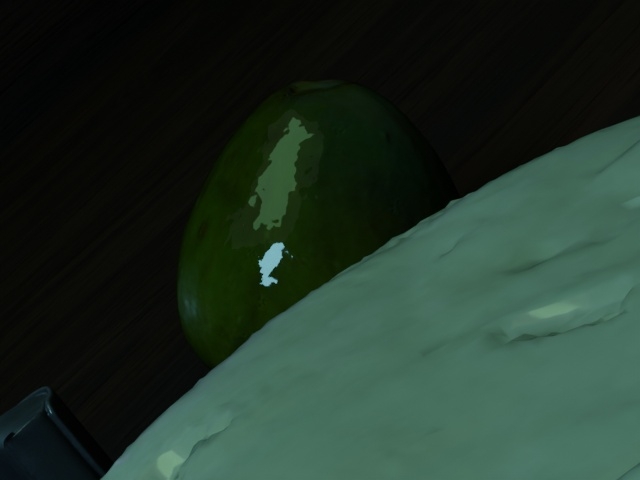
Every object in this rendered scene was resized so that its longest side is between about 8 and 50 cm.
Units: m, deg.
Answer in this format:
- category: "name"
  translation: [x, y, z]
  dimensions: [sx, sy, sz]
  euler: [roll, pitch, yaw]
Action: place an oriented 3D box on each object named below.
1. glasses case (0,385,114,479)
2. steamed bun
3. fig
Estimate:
- category: "glasses case"
  translation: [-0.075, 0.148, 0.780]
  dimensions: [0.042, 0.191, 0.072]
  euler: [-41, 14, -15]
- category: "steamed bun"
  translation: [0.096, 0.114, 0.463]
  dimensions: [0.333, 0.233, 0.312]
  euler: [-28, 14, -2]
- category: "fig"
  translation: [0.000, 0.000, 1.068]
  dimensions: [0.181, 0.191, 0.181]
  euler: [-2, 6, 0]
